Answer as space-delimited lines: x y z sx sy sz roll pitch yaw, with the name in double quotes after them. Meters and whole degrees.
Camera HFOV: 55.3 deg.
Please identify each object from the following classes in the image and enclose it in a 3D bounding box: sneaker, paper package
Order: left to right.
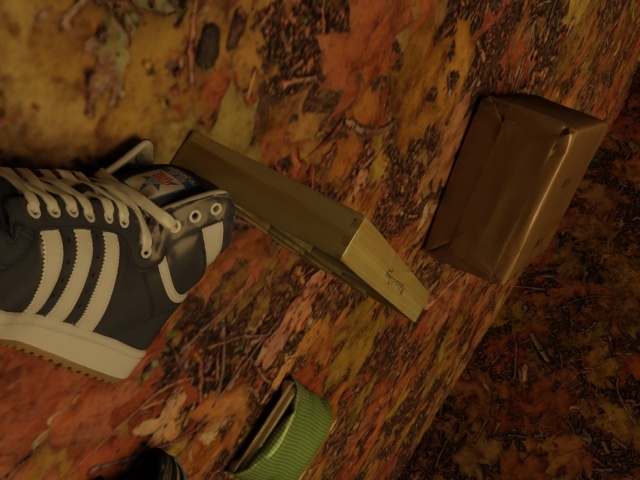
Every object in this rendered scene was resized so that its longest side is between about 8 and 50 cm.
-0.144 -0.015 0.355 0.153 0.099 0.282 -51 160 -11 "sneaker"
-0.211 0.271 0.579 0.188 0.067 0.078 -38 125 -37 "sneaker"
0.368 -0.106 1.143 0.325 0.168 0.310 -22 136 -54 "paper package"

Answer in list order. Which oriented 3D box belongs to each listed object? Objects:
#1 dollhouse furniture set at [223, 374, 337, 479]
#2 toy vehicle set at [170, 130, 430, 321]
-0.041 0.376 0.880 0.302 0.151 0.197 -56 154 -11 "dollhouse furniture set"
0.000 0.000 0.562 0.035 0.166 0.267 -60 154 -5 "toy vehicle set"
